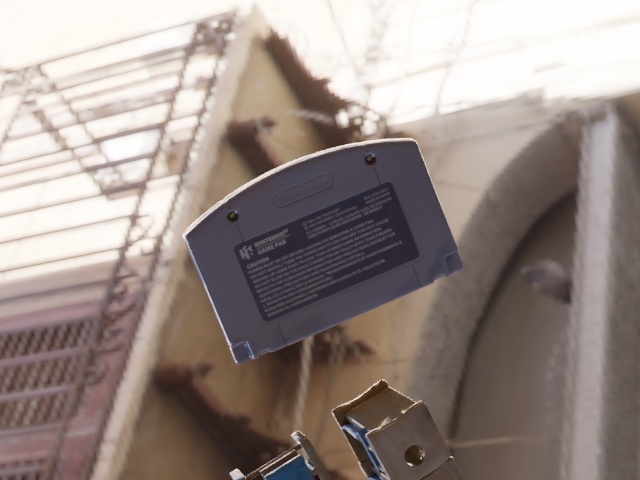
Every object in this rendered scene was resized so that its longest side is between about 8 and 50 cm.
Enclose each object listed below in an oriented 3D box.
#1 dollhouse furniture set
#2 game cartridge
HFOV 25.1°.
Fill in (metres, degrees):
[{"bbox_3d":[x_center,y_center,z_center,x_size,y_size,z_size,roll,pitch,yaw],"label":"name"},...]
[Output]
[{"bbox_3d":[0.032,0.248,1.406,0.129,0.183,0.129,62,168,-11],"label":"dollhouse furniture set"},{"bbox_3d":[0.000,0.000,1.676,0.060,0.294,0.196,-139,27,-76],"label":"game cartridge"}]
